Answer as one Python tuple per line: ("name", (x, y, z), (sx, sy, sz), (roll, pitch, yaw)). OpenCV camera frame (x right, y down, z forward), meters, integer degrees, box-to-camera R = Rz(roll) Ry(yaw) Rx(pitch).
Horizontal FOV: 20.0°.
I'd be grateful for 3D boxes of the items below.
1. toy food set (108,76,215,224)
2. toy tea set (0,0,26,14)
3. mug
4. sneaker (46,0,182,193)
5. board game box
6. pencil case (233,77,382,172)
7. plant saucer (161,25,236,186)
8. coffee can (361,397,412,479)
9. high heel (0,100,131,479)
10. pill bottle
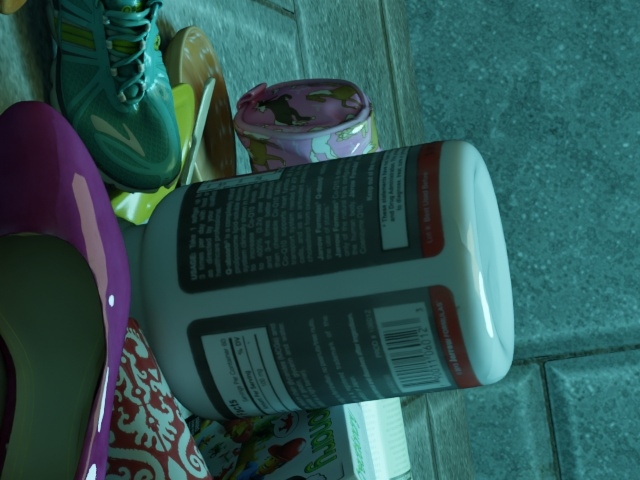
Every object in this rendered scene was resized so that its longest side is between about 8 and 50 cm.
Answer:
("toy food set", (-0.173, -0.094, 1.717), (0.218, 0.071, 0.128), (-44, 148, -73))
("toy tea set", (-0.206, -0.334, 1.355), (0.336, 0.124, 0.200), (-58, 175, -23))
("mug", (-0.170, 0.163, 1.434), (0.113, 0.150, 0.169), (3, 60, -60))
("sneaker", (-0.180, -0.174, 1.561), (0.110, 0.107, 0.275), (-25, -100, 63))
("board game box", (-0.050, 0.204, 1.596), (0.053, 0.193, 0.305), (57, 7, -18))
("pencil case", (0.000, 0.000, 2.086), (0.160, 0.167, 0.386), (-116, -163, -58))
("plant saucer", (-0.135, -0.130, 1.956), (0.200, 0.037, 0.200), (-8, 90, -79))
("coffee can", (0.003, 0.278, 1.915), (0.201, 0.201, 0.275), (-11, 92, -78))
("high heel", (-0.200, 0.090, 1.271), (0.181, 0.127, 0.377), (-72, 157, -86))
("pill bottle", (-0.029, 0.042, 1.552), (0.210, 0.362, 0.210), (-8, 90, -77))
